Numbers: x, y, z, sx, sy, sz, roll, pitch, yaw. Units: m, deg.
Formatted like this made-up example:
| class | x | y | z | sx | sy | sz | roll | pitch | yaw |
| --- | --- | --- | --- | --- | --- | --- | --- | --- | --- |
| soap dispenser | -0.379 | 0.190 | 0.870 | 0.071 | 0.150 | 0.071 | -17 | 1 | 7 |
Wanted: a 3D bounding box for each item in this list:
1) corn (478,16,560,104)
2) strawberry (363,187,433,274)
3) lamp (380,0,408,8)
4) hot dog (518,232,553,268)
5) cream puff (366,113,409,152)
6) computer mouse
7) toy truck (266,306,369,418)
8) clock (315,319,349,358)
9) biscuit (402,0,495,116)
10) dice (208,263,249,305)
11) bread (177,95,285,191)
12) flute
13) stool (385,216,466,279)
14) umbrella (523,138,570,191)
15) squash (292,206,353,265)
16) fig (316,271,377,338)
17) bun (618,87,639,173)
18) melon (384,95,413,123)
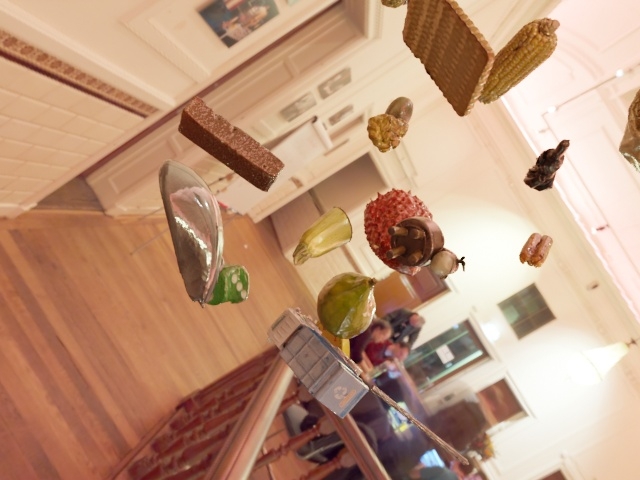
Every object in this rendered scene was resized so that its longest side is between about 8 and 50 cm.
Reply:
| class | x | y | z | sx | sy | sz | roll | pitch | yaw |
| --- | --- | --- | --- | --- | --- | --- | --- | --- | --- |
| corn | 0.614 | -0.560 | 1.544 | 0.130 | 0.130 | 0.347 | 59 | -30 | 10 |
| strawberry | 0.275 | -0.029 | 1.794 | 0.292 | 0.292 | 0.343 | 56 | 25 | -16 |
| lamp | 0.226 | -0.737 | 1.402 | 0.156 | 0.135 | 0.157 | 29 | 14 | 26 |
| hot dog | 0.614 | 0.025 | 1.386 | 0.165 | 0.071 | 0.045 | -37 | 131 | -46 |
| cream puff | 0.241 | -0.386 | 1.713 | 0.146 | 0.116 | 0.147 | 30 | 51 | -45 |
| computer mouse | -0.294 | -0.016 | 1.179 | 0.188 | 0.121 | 0.372 | -121 | -158 | -78 |
| toy truck | -0.015 | 0.353 | 1.455 | 0.367 | 0.146 | 0.175 | 39 | -6 | 40 |
| clock | 0.018 | 0.448 | 1.952 | 0.071 | 0.277 | 0.294 | 12 | 64 | -28 |
| biscuit | 0.238 | -0.379 | 0.937 | 0.172 | 0.029 | 0.255 | 93 | -28 | -65 |
| dice | -0.307 | 0.135 | 1.530 | 0.128 | 0.130 | 0.120 | -7 | 99 | -62 |
| bread | -0.328 | -0.351 | 1.821 | 0.416 | 0.113 | 0.165 | 36 | -24 | -11 |
| flute | 0.211 | 0.393 | 1.033 | 0.269 | 0.014 | 0.014 | 39 | 7 | -4 |
| stool | 0.251 | 0.023 | 1.194 | 0.217 | 0.125 | 0.121 | 42 | 29 | 24 |
| umbrella | 0.830 | -0.274 | 1.765 | 0.118 | 0.118 | 0.340 | 60 | -2 | 16 |
| squash | 0.009 | -0.011 | 1.528 | 0.137 | 0.137 | 0.287 | 58 | 35 | -2 |
| fig | 0.124 | 0.206 | 1.752 | 0.233 | 0.314 | 0.233 | 32 | 28 | -19 |
| bun | 0.920 | -0.318 | 1.257 | 0.219 | 0.366 | 0.365 | 15 | 5 | 3 |
| melon | 0.335 | -0.540 | 2.106 | 0.114 | 0.168 | 0.114 | 26 | 20 | -10 |
